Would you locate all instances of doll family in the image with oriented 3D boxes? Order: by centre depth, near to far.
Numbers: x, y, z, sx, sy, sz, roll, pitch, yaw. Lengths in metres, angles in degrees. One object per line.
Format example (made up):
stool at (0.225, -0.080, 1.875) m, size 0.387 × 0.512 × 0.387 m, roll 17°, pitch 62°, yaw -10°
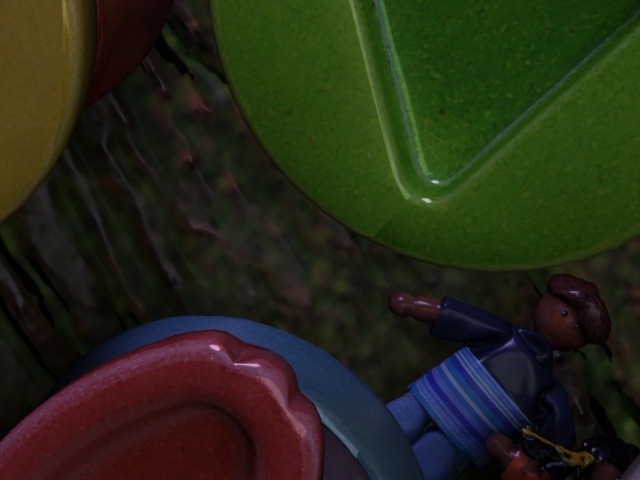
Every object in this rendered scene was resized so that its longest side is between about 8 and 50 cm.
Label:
doll family at (0.085, 0.096, 0.580) m, size 0.111 × 0.076 × 0.193 m, roll -40°, pitch 107°, yaw 8°

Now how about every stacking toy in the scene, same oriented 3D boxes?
stacking toy at (0.000, 0.000, 0.492) m, size 0.279 × 0.130 × 0.309 m, roll -13°, pitch 103°, yaw 18°
